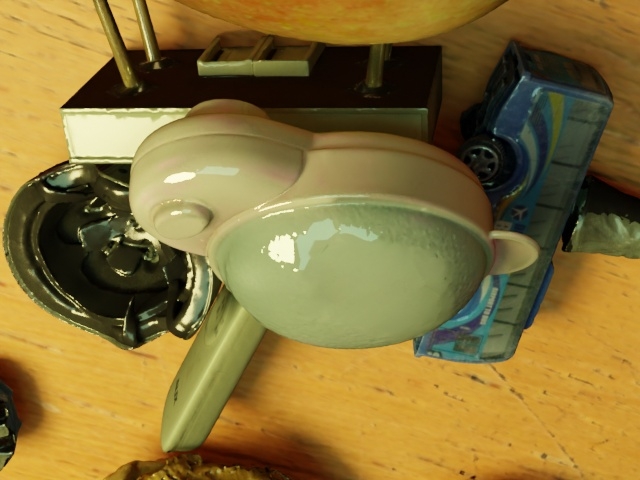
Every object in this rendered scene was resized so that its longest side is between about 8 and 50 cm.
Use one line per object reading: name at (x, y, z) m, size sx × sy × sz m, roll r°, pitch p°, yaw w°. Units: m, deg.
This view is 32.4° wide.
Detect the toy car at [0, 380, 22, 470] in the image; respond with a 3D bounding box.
toy car at (-0.366, 0.155, 0.981) m, size 0.216 × 0.063 × 0.103 m, roll 1°, pitch 118°, yaw 17°

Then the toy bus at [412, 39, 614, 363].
toy bus at (0.129, -0.018, 0.784) m, size 0.094 × 0.079 × 0.236 m, roll 15°, pitch 120°, yaw 1°

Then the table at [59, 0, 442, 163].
table at (-0.043, -0.123, 0.736) m, size 0.240 × 0.121 × 0.111 m, roll 1°, pitch 118°, yaw 10°

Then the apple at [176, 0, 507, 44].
apple at (-0.018, -0.257, 0.552) m, size 0.277 × 0.319 × 0.319 m, roll 1°, pitch 118°, yaw 17°

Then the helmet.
helmet at (-0.140, -0.008, 0.829) m, size 0.177 × 0.107 × 0.153 m, roll -5°, pitch 121°, yaw 35°

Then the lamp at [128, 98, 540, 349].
lamp at (-0.001, 0.002, 0.678) m, size 0.246 × 0.107 × 0.179 m, roll 20°, pitch 145°, yaw -23°

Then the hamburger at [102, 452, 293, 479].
hamburger at (-0.111, 0.296, 0.919) m, size 0.244 × 0.244 × 0.163 m, roll 48°, pitch 153°, yaw -15°

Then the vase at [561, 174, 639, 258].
vase at (0.260, 0.002, 0.782) m, size 0.167 × 0.059 × 0.059 m, roll 16°, pitch 120°, yaw 2°

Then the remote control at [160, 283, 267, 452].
remote control at (-0.053, 0.043, 0.847) m, size 0.038 × 0.090 × 0.309 m, roll 22°, pitch 121°, yaw -14°
